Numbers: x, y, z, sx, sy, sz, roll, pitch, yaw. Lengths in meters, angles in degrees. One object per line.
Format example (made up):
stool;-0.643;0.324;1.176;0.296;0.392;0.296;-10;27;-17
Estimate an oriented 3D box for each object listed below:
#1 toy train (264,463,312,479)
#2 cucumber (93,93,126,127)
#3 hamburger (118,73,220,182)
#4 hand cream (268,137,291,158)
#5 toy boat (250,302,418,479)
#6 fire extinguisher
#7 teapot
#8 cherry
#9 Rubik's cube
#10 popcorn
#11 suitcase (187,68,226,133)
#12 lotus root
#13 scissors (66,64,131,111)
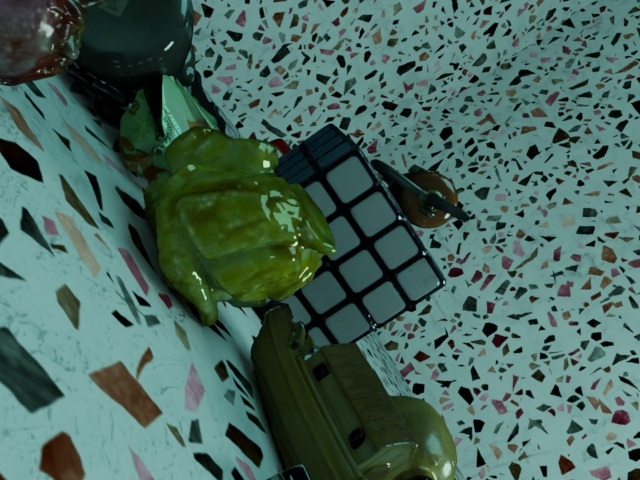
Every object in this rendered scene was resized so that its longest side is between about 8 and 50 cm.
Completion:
toy train;0.009;0.354;0.647;0.251;0.048;0.055;63;16;20
cucumber;-0.351;-0.214;1.125;0.036;0.033;0.184;31;-1;11
hamburger;-0.244;-0.179;1.111;0.214;0.125;0.235;32;32;-58
hand cream;-0.143;-0.145;1.648;0.149;0.230;0.230;56;4;3
toy boat;0.034;0.261;0.850;0.136;0.162;0.445;55;3;-43
fire extinguisher;0.183;-0.094;1.350;0.201;0.113;0.376;13;6;-3
teapot;-0.361;-0.350;1.137;0.285;0.306;0.223;98;-12;-81
cherry;-0.343;-0.271;0.643;0.250;0.175;0.192;44;38;-32
Rubik's cube;0.000;0.000;1.344;0.343;0.337;0.344;54;3;-18
popcorn;-0.119;-0.025;0.920;0.276;0.226;0.276;59;2;-3
suitcase;-0.273;-0.255;1.442;0.285;0.066;0.206;69;12;-66
lotus root;0.140;0.370;1.083;0.182;0.183;0.310;55;4;-9
scissors;-0.366;-0.251;1.158;0.109;0.022;0.300;29;-1;-2
